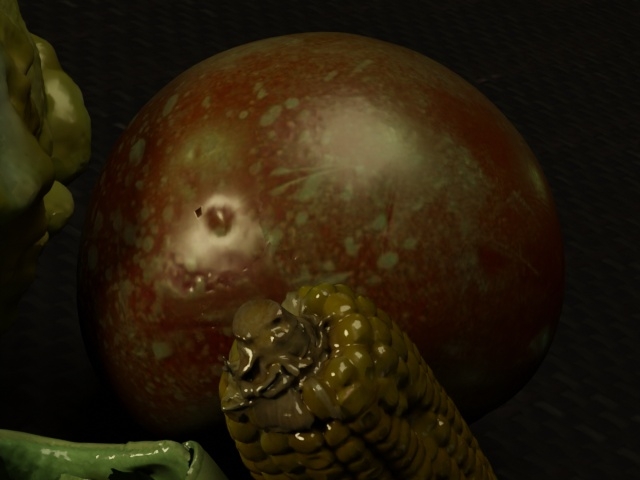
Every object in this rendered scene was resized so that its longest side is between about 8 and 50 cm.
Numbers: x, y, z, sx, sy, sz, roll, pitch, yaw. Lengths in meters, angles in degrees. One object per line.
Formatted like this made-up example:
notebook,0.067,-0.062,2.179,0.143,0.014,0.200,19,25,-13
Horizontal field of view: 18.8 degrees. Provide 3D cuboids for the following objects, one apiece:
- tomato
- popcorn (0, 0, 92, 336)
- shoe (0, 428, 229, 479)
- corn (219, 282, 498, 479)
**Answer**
tomato,0.000,0.000,1.070,0.270,0.223,0.270,-2,-13,0
popcorn,-0.285,-0.054,1.016,0.312,0.312,0.312,12,24,-5
shoe,-0.080,0.168,0.872,0.262,0.128,0.140,12,38,2
corn,0.032,0.111,0.926,0.262,0.097,0.097,52,-4,-40
